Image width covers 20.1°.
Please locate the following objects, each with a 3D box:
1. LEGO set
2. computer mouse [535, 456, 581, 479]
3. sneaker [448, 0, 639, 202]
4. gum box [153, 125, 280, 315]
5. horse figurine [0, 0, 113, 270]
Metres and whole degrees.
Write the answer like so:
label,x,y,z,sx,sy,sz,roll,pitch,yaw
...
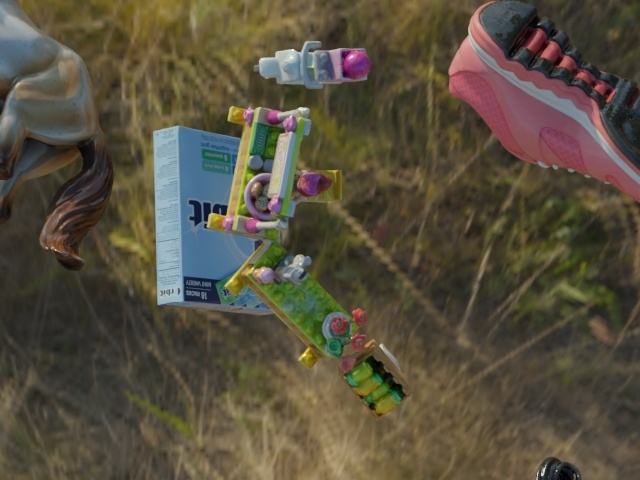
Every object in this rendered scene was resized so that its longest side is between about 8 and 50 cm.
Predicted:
label,x,y,z,sx,sy,sz,roll,pitch,yaw
LEGO set,0.000,0.000,1.308,0.132,0.107,0.287,-12,94,-22
computer mouse,0.239,0.320,1.500,0.060,0.262,0.184,-11,36,34
sneaker,0.273,-0.125,1.964,0.314,0.136,0.116,40,47,3
gum box,-0.107,-0.018,1.912,0.041,0.157,0.184,-9,79,39
horse figurine,-0.204,-0.099,1.075,0.174,0.066,0.263,-39,92,-36
